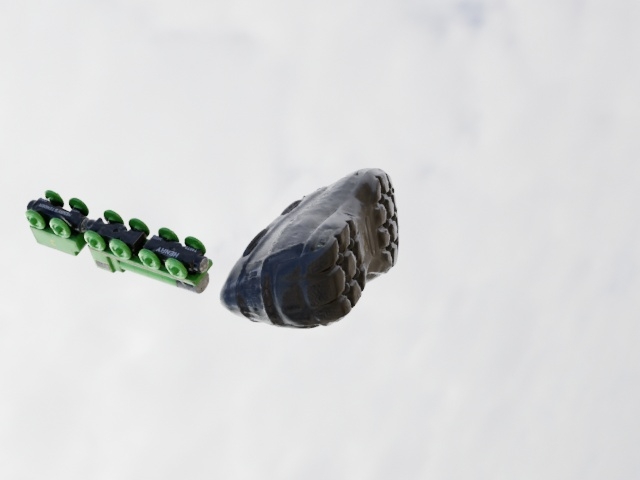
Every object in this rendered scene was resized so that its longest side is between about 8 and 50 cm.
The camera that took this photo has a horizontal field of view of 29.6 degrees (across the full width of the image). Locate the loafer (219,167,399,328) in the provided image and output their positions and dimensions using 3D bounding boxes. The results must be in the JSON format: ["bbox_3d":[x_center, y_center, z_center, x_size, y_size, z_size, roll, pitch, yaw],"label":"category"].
[{"bbox_3d":[0.000,0.000,0.780,0.223,0.078,0.076,-43,-54,-68],"label":"loafer"}]

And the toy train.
[{"bbox_3d":[-0.075,0.002,0.448,0.017,0.083,0.024,-53,-32,-34],"label":"toy train"}]
